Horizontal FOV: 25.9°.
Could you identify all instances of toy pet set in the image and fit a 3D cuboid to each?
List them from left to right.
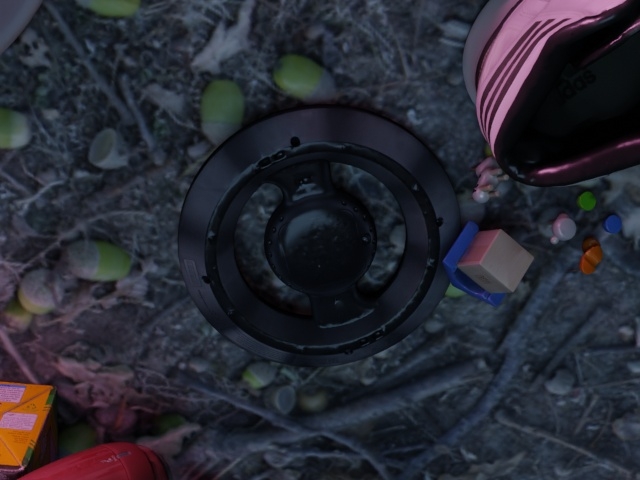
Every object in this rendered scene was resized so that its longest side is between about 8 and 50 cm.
[{"bbox_3d":[0.157,-0.005,1.117,0.122,0.065,0.114,39,73,-17],"label":"toy pet set"}]

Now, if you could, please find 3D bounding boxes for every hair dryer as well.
[{"bbox_3d":[-0.192,0.268,1.136,0.223,0.080,0.293,-56,138,-4],"label":"hair dryer"}]

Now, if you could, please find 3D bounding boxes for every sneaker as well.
[{"bbox_3d":[0.278,-0.190,0.901,0.169,0.257,0.447,39,112,-14],"label":"sneaker"}]

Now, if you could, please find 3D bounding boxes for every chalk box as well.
[{"bbox_3d":[-0.302,0.242,1.207,0.132,0.132,0.213,5,116,-1],"label":"chalk box"}]

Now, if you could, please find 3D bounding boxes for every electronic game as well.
[{"bbox_3d":[0.000,0.000,1.121,0.229,0.048,0.229,-2,114,-5],"label":"electronic game"}]

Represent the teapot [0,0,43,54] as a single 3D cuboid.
[{"bbox_3d":[-0.314,-0.220,0.960,0.187,0.252,0.256,42,93,17],"label":"teapot"}]
